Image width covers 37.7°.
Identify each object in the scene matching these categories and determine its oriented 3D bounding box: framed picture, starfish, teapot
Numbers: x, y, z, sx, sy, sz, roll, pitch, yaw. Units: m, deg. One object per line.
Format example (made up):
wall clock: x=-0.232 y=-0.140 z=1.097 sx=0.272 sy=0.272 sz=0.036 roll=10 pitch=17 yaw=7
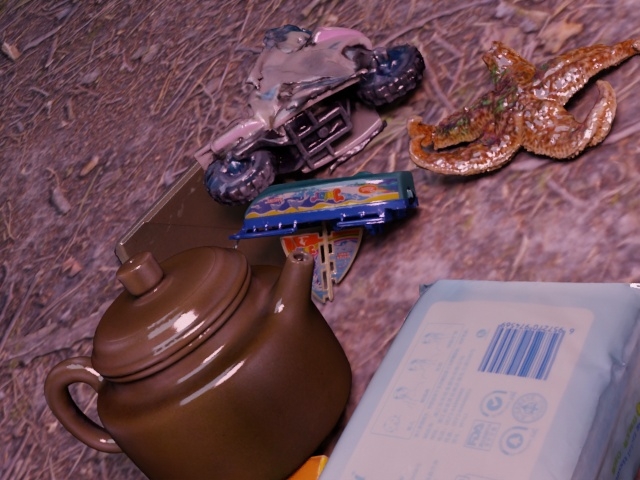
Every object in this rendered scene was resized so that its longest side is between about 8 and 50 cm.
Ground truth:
framed picture: x=-0.107 y=0.000 z=0.964 sx=0.209 sy=0.019 sz=0.281 roll=-46 pitch=38 yaw=3
starfish: x=0.174 y=-0.112 z=0.788 sx=0.210 sy=0.053 sz=0.150 roll=-31 pitch=54 yaw=14
teapot: x=-0.104 y=0.087 z=0.726 sx=0.268 sy=0.175 sz=0.185 roll=-26 pitch=22 yaw=19

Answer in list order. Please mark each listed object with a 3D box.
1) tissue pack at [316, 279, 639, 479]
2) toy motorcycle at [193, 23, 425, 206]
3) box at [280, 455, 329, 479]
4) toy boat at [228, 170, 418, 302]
tissue pack: x=0.093 y=0.146 z=0.571 sx=0.177 sy=0.089 sz=0.263 roll=-2 pitch=47 yaw=43
toy motorcycle: x=-0.030 y=-0.147 z=0.954 sx=0.239 sy=0.108 sz=0.204 roll=-23 pitch=42 yaw=-11
box: x=-0.066 y=0.290 z=0.656 sx=0.152 sy=0.043 sz=0.269 roll=-15 pitch=49 yaw=35
toy boat: x=0.000 y=0.000 z=0.813 sx=0.175 sy=0.091 sz=0.110 roll=-6 pitch=93 yaw=21
